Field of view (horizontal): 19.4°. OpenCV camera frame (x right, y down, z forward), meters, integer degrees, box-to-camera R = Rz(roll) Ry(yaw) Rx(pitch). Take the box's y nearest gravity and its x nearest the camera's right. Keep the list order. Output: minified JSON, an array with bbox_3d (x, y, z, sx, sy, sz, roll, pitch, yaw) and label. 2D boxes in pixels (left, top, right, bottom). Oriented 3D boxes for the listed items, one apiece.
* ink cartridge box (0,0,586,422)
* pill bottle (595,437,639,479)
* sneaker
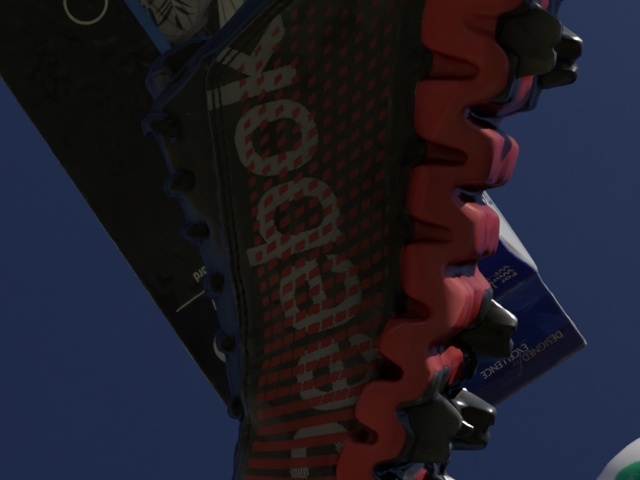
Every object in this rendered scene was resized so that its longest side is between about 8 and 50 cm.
[{"bbox_3d":[-0.027,-0.037,0.937,0.165,0.065,0.332,-37,-93,10],"label":"ink cartridge box"},{"bbox_3d":[0.322,0.209,1.002,0.361,0.204,0.204,-1,-68,51],"label":"pill bottle"},{"bbox_3d":[0.000,0.000,0.616,0.135,0.097,0.276,13,-89,13],"label":"sneaker"}]
